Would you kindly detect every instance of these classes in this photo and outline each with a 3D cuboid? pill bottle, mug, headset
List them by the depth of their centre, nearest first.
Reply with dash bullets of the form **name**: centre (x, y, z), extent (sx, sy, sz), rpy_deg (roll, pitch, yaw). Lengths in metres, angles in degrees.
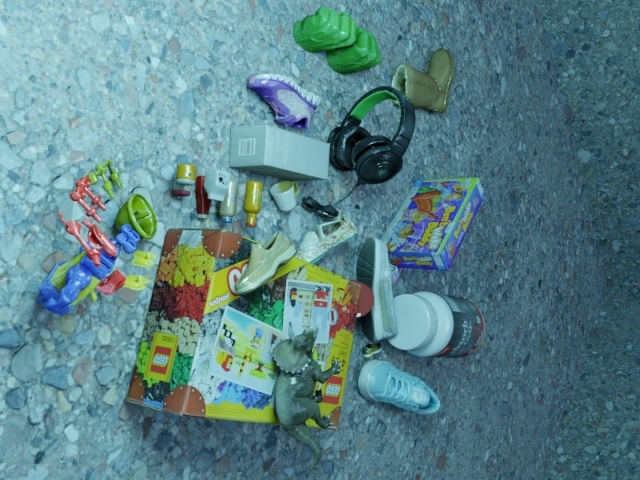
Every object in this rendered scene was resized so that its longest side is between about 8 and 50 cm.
- **mug**: centre (-0.083, -0.112, 1.636), extent (0.078, 0.062, 0.064), rpy_deg (-25, 124, -12)
- **headset**: centre (0.096, -0.241, 1.740), extent (0.185, 0.243, 0.394), rpy_deg (20, 101, -39)
- **pill bottle**: centre (0.369, 0.276, 2.086), extent (0.363, 0.210, 0.210), rpy_deg (13, 81, -50)

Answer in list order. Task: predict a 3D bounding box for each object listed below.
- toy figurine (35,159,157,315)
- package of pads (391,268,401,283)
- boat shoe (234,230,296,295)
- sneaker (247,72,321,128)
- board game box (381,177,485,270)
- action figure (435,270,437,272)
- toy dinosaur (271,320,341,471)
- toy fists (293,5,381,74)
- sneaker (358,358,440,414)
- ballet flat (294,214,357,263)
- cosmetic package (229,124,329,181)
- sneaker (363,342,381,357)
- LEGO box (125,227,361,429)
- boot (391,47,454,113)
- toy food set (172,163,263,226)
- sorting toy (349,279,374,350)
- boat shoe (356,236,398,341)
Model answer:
- **toy figurine**: centre (-0.439, 0.022, 1.160), extent (0.191, 0.217, 0.362), rpy_deg (49, 10, -23)
- **package of pads**: centre (0.235, 0.093, 2.057), extent (0.083, 0.032, 0.050), rpy_deg (-58, 134, -32)
- **boat shoe**: centre (-0.123, 0.041, 1.300), extent (0.072, 0.068, 0.190), rpy_deg (61, 35, -13)
- **sneaker**: centre (-0.091, -0.344, 1.605), extent (0.236, 0.095, 0.105), rpy_deg (16, 86, -51)
- **board game box**: centre (0.353, -0.058, 2.039), extent (0.347, 0.233, 0.078), rpy_deg (-56, 131, -34)
- **action figure**: centre (0.420, -0.028, 2.232), extent (0.185, 0.099, 0.285), rpy_deg (16, 82, -59)
- **toy dinosaur**: centre (-0.046, 0.327, 1.372), extent (0.160, 0.121, 0.314), rpy_deg (9, 88, -38)
- **toy fists**: centre (0.061, -0.542, 1.739), extent (0.279, 0.142, 0.096), rpy_deg (21, 75, -50)
- **sneaker**: centre (0.262, 0.462, 2.007), extent (0.366, 0.150, 0.135), rpy_deg (30, 67, -47)
- **ballet flat**: centre (0.000, 0.000, 1.720), extent (0.241, 0.091, 0.077), rpy_deg (-32, 104, -38)
- **cosmetic package**: centre (-0.096, -0.210, 1.570), extent (0.238, 0.127, 0.107), rpy_deg (3, 90, -53)
- **sneaker**: centre (0.160, 0.331, 1.972), extent (0.083, 0.031, 0.035), rpy_deg (-25, 109, -48)
- **LEGO box**: centre (-0.147, 0.217, 1.465), extent (0.500, 0.193, 0.373), rpy_deg (24, 72, -49)
- **boot**: centre (0.343, -0.548, 2.130), extent (0.269, 0.089, 0.236), rpy_deg (1, 90, -50)
- **toy food set**: centre (-0.238, -0.093, 1.408), extent (0.232, 0.111, 0.105), rpy_deg (10, 83, -53)
- **sorting toy**: centre (0.038, 0.289, 1.794), extent (0.366, 0.127, 0.126), rpy_deg (-60, 162, -27)
- **boat shoe**: centre (0.177, 0.142, 1.899), extent (0.103, 0.118, 0.320), rpy_deg (-9, 103, -22)
